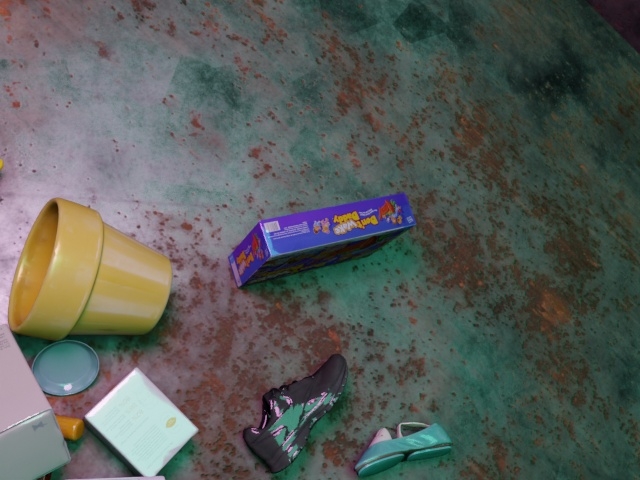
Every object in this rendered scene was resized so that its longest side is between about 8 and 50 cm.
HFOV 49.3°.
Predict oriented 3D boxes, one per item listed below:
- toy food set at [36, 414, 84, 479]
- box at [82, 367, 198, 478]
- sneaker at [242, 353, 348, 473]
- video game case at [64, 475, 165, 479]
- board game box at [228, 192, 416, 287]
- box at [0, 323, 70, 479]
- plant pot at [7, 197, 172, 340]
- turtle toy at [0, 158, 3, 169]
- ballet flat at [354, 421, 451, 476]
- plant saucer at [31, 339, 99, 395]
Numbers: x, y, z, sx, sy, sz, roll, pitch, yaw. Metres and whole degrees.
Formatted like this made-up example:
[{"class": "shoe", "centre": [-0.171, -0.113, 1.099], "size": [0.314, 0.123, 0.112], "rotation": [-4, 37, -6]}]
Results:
[{"class": "toy food set", "centre": [-0.505, 0.424, 1.221], "size": [0.105, 0.111, 0.232], "rotation": [6, 77, 11]}, {"class": "box", "centre": [-0.342, 0.350, 1.319], "size": [0.170, 0.091, 0.130], "rotation": [47, 60, -2]}, {"class": "sneaker", "centre": [-0.047, 0.335, 1.451], "size": [0.130, 0.109, 0.286], "rotation": [40, 59, 1]}, {"class": "video game case", "centre": [-0.374, 0.509, 1.235], "size": [0.173, 0.022, 0.190], "rotation": [6, 101, -22]}, {"class": "board game box", "centre": [0.000, 0.000, 1.515], "size": [0.347, 0.233, 0.078], "rotation": [-13, 77, -27]}, {"class": "box", "centre": [-0.533, 0.280, 1.168], "size": [0.127, 0.148, 0.232], "rotation": [-24, 45, -27]}, {"class": "plant pot", "centre": [-0.424, 0.074, 1.313], "size": [0.239, 0.254, 0.254], "rotation": [20, 64, -34]}, {"class": "turtle toy", "centre": [-0.674, -0.140, 1.366], "size": [0.095, 0.066, 0.130], "rotation": [12, 67, -21]}, {"class": "ballet flat", "centre": [0.170, 0.449, 1.526], "size": [0.247, 0.083, 0.087], "rotation": [-6, 50, -25]}, {"class": "plant saucer", "centre": [-0.480, 0.235, 1.312], "size": [0.119, 0.021, 0.119], "rotation": [-9, 116, -20]}]
